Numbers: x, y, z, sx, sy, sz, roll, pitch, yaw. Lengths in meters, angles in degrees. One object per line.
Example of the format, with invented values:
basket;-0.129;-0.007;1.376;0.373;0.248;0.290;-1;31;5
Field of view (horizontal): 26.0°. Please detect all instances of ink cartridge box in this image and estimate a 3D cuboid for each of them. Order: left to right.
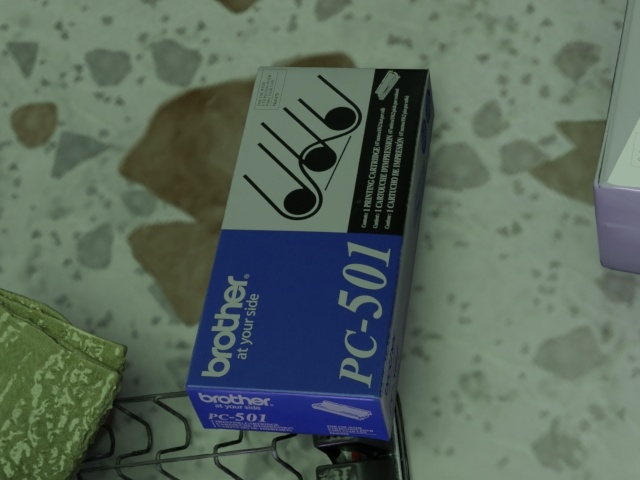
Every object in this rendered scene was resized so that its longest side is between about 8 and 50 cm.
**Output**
ink cartridge box;0.000;0.000;0.718;0.097;0.046;0.207;2;55;12

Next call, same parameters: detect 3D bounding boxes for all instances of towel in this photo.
towel;-0.170;0.102;0.713;0.110;0.027;0.148;25;85;17

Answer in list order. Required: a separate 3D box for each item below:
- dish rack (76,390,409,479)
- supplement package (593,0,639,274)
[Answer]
dish rack;-0.088;0.176;0.729;0.271;0.074;0.208;-8;75;12
supplement package;0.250;-0.114;0.652;0.199;0.198;0.262;10;81;14
